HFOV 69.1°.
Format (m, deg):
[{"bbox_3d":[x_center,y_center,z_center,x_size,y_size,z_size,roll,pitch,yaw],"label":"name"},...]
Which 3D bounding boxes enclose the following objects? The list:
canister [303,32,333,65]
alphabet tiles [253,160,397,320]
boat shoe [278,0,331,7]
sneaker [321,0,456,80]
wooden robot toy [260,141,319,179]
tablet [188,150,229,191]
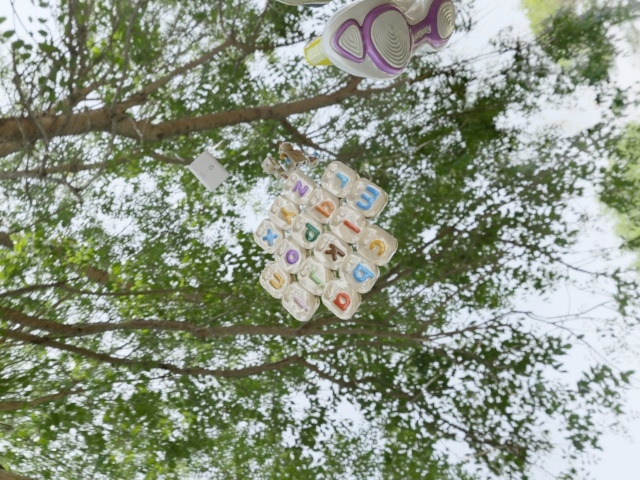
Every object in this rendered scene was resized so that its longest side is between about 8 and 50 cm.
[{"bbox_3d":[0.048,-0.544,1.283,0.126,0.170,0.073,-18,-82,-37],"label":"canister"},{"bbox_3d":[0.000,0.000,0.867,0.278,0.284,0.021,38,-171,32],"label":"alphabet tiles"},{"bbox_3d":[-0.074,-0.773,1.461,0.233,0.079,0.084,-6,-77,-23],"label":"boat shoe"},{"bbox_3d":[0.090,-0.326,0.744,0.305,0.152,0.114,-32,-54,-41],"label":"sneaker"},{"bbox_3d":[-0.081,-0.195,1.103,0.173,0.076,0.079,-21,-114,-42],"label":"wooden robot toy"},{"bbox_3d":[-0.230,-0.144,0.958,0.083,0.054,0.006,46,178,19],"label":"tablet"}]
